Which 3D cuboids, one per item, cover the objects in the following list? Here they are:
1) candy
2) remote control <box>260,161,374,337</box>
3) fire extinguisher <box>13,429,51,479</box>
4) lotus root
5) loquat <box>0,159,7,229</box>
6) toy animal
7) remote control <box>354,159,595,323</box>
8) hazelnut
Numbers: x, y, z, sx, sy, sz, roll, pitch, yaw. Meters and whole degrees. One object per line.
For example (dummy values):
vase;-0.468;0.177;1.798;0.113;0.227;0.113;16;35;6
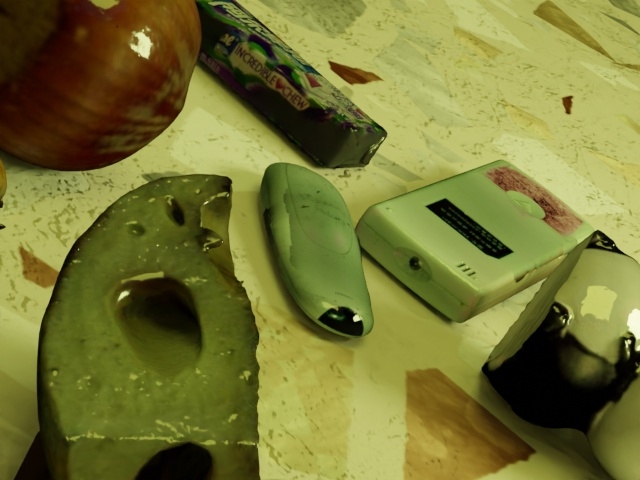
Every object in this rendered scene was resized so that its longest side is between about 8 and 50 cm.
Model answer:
candy;-0.066;-0.186;1.922;0.312;0.061;0.088;41;23;19
remote control;-0.001;0.002;1.668;0.097;0.045;0.256;19;30;-26
fire extinguisher;-0.181;0.175;1.158;0.173;0.035;0.049;-73;142;-65
lotus root;-0.111;0.104;1.216;0.142;0.210;0.314;-1;28;-4
loquat;-0.288;-0.052;1.347;0.137;0.113;0.137;43;-17;16
toy animal;0.279;0.121;1.622;0.235;0.165;0.187;33;46;4
remote control;0.165;-0.006;1.868;0.145;0.050;0.344;40;25;17
hazelnut;-0.207;-0.164;1.544;0.181;0.212;0.181;35;7;22
